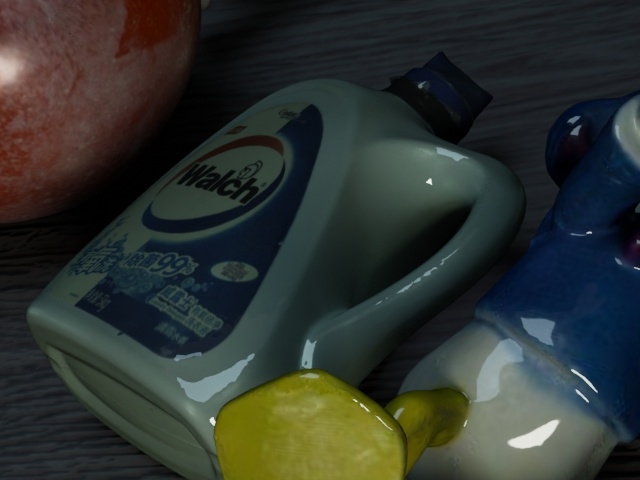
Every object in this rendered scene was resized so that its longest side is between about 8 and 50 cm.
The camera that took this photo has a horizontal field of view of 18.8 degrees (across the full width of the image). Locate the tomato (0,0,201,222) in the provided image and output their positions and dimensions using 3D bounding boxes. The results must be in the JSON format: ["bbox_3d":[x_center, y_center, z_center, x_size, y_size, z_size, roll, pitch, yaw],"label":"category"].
[{"bbox_3d":[-0.208,-0.132,1.246,0.270,0.227,0.270,-8,48,9],"label":"tomato"}]

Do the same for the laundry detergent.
[{"bbox_3d":[0.000,0.000,1.027,0.280,0.105,0.215,-40,34,-21],"label":"laundry detergent"}]

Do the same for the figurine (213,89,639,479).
[{"bbox_3d":[0.136,-0.001,0.849,0.283,0.204,0.338,-43,11,31],"label":"figurine"}]

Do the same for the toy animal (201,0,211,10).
[{"bbox_3d":[0.021,-0.299,1.320,0.310,0.247,0.183,-8,18,4],"label":"toy animal"}]
